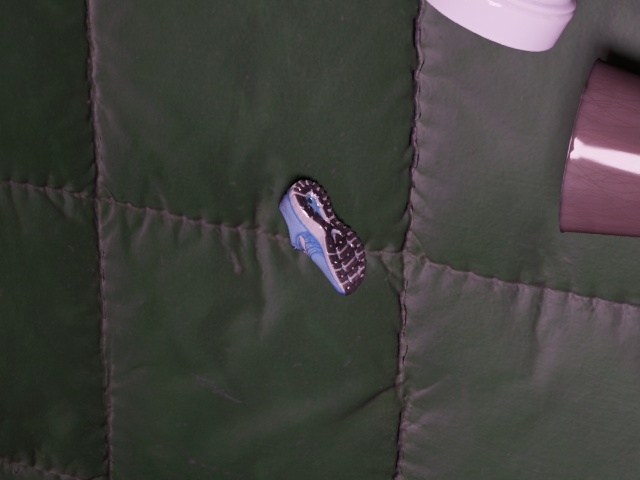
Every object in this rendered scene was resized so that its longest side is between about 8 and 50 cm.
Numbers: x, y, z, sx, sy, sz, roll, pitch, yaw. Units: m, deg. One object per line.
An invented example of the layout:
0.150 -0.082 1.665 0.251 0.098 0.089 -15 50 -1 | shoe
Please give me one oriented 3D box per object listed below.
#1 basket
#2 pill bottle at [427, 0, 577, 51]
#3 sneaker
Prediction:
0.394 -0.078 1.479 0.227 0.154 0.204 15 117 18 | basket
0.257 -0.409 1.370 0.229 0.229 0.407 34 121 12 | pill bottle
0.000 0.000 1.777 0.073 0.063 0.162 -29 90 51 | sneaker
